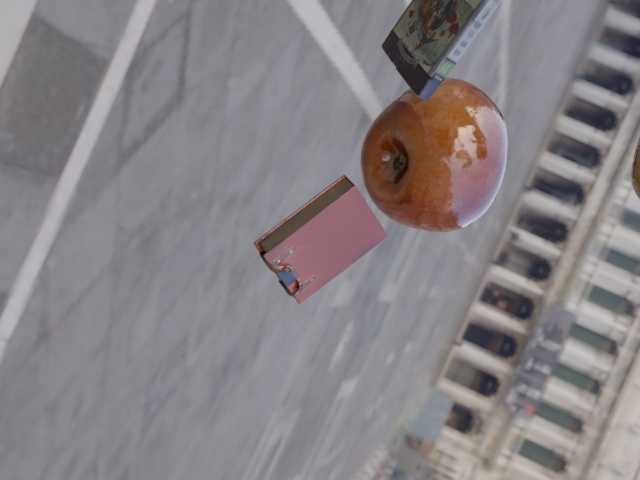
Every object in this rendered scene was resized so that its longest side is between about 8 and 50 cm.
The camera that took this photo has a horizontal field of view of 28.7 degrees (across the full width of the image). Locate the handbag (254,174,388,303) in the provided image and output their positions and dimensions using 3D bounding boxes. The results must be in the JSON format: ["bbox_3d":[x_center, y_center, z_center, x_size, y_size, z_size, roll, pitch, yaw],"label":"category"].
[{"bbox_3d":[0.000,0.000,2.021,0.190,0.063,0.127,-38,128,-3],"label":"handbag"}]

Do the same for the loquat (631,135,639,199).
[{"bbox_3d":[0.479,-0.109,1.486,0.238,0.193,0.238,-30,152,-18],"label":"loquat"}]

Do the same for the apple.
[{"bbox_3d":[0.191,-0.140,2.115,0.272,0.206,0.251,-31,-119,51],"label":"apple"}]

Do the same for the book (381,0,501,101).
[{"bbox_3d":[0.168,-0.302,1.565,0.231,0.026,0.157,-54,-149,18],"label":"book"}]
